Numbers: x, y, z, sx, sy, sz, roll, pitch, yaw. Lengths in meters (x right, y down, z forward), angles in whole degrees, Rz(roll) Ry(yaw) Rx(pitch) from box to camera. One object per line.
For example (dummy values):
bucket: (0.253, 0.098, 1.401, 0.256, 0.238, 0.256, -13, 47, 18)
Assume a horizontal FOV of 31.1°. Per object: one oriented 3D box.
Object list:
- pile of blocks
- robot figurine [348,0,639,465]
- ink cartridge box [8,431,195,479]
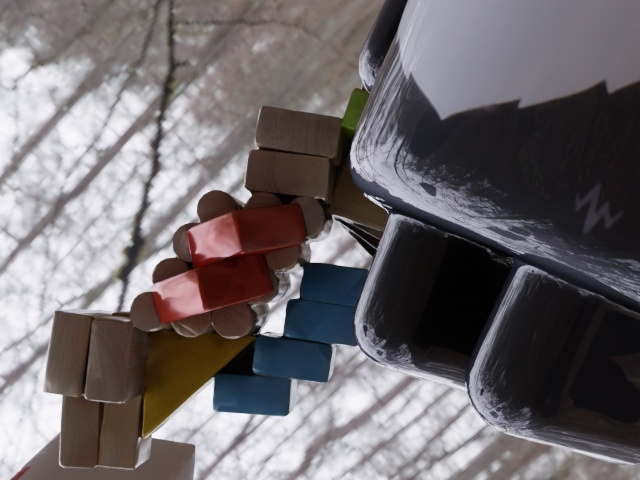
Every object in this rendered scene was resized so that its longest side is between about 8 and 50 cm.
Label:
pile of blocks: (0.000, 0.000, 0.588, 0.149, 0.362, 0.112, 42, -179, 4)
robot figurine: (0.113, -0.068, 0.398, 0.209, 0.278, 0.173, 23, -178, 9)
ink cartridge box: (-0.200, 0.337, 0.946, 0.131, 0.306, 0.226, 9, -167, 7)
